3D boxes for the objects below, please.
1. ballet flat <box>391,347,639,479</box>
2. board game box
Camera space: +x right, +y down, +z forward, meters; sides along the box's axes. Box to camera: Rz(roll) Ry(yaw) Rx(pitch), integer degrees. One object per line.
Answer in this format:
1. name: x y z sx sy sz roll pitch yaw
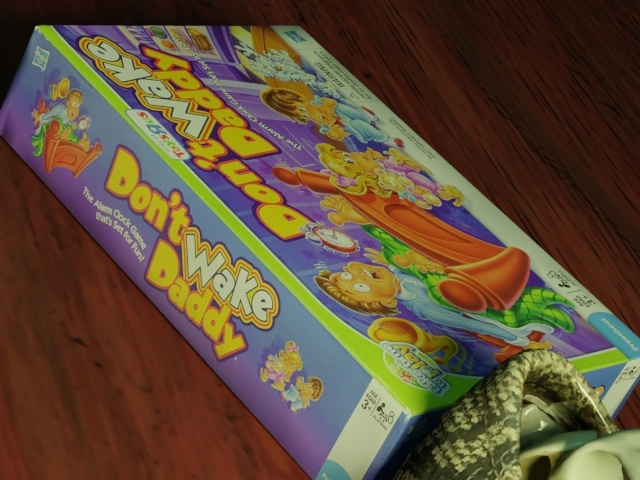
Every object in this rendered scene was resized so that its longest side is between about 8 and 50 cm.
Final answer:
1. ballet flat: 0.194 0.226 0.815 0.164 0.182 0.483 1 38 -42
2. board game box: 0.000 0.000 1.131 0.233 0.078 0.347 -8 44 -48
